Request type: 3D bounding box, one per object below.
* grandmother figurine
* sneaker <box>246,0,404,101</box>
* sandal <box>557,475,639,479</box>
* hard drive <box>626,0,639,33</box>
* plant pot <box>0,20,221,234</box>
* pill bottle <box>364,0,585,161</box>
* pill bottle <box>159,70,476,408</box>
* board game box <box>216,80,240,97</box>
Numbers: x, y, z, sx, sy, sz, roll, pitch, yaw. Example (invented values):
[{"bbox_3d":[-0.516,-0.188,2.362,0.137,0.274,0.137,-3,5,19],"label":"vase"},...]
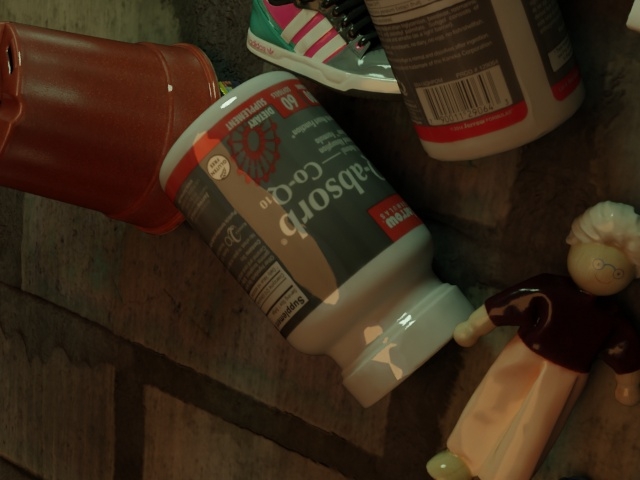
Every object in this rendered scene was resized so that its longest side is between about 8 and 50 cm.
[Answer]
[{"bbox_3d":[0.247,0.118,1.045,0.104,0.207,0.343,-109,39,-68],"label":"grandmother figurine"},{"bbox_3d":[0.033,-0.277,1.161,0.295,0.123,0.179,26,124,35],"label":"sneaker"},{"bbox_3d":[0.343,0.305,1.019,0.317,0.126,0.138,-17,84,39],"label":"sandal"},{"bbox_3d":[0.417,-0.214,0.774,0.307,0.040,0.203,30,107,35],"label":"hard drive"},{"bbox_3d":[-0.316,-0.157,1.324,0.272,0.265,0.273,-13,73,49],"label":"plant pot"},{"bbox_3d":[0.130,-0.253,0.982,0.176,0.176,0.319,-7,116,40],"label":"pill bottle"},{"bbox_3d":[0.000,0.000,1.164,0.363,0.210,0.210,49,126,7],"label":"pill bottle"},{"bbox_3d":[-0.119,-0.107,1.362,0.141,0.048,0.170,-46,69,34],"label":"board game box"}]
